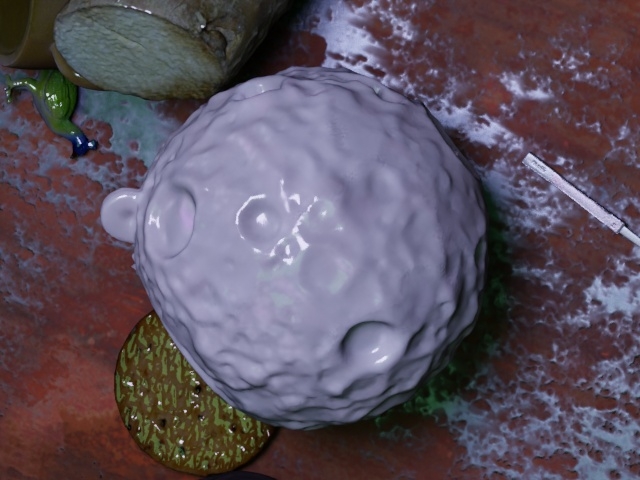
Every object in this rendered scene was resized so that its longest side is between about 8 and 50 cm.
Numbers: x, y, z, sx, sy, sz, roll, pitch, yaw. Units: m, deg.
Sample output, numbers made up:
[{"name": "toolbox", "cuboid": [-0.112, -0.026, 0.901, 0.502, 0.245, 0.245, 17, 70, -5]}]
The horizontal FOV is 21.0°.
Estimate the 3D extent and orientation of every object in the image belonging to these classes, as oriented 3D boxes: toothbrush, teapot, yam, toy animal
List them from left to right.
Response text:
[{"name": "toy animal", "cuboid": [-0.302, -0.186, 1.801, 0.075, 0.041, 0.217, -19, 87, -9]}, {"name": "teapot", "cuboid": [-0.233, -0.254, 1.714, 0.268, 0.175, 0.186, 67, 148, 28]}, {"name": "yam", "cuboid": [-0.101, -0.260, 1.613, 0.168, 0.168, 0.304, 30, 64, 11]}, {"name": "toothbrush", "cuboid": [0.276, -0.024, 1.674, 0.194, 0.017, 0.014, 38, 103, 10]}]

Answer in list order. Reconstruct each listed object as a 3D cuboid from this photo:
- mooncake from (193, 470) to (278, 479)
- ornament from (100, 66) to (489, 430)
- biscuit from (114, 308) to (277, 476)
[{"name": "mooncake", "cuboid": [-0.093, 0.388, 1.725, 0.306, 0.154, 0.306, 3, 98, 18]}, {"name": "ornament", "cuboid": [0.000, 0.000, 1.587, 0.337, 0.337, 0.337, 1, 94, 15]}, {"name": "biscuit", "cuboid": [-0.125, 0.152, 1.787, 0.187, 0.027, 0.188, 1, 95, 14]}]
